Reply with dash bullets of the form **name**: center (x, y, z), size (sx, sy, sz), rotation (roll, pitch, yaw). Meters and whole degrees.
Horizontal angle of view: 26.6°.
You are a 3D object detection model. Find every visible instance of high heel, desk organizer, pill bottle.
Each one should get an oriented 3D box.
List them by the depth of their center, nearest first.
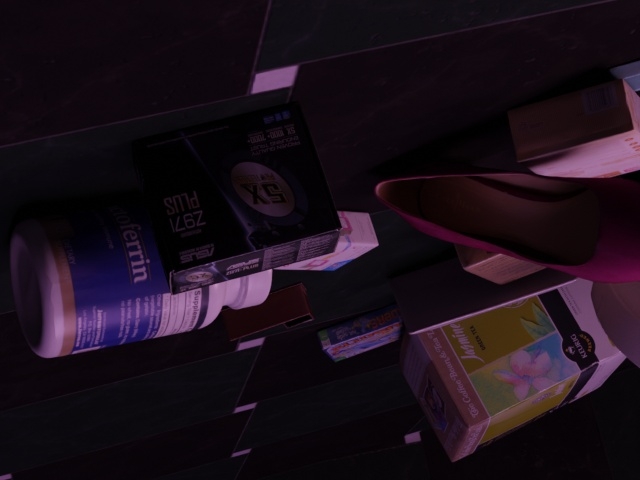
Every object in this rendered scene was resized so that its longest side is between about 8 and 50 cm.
- **pill bottle**: center (-0.196, 0.033, 1.495), size (0.265, 0.153, 0.153), rotation (-10, 161, -26)
- **high heel**: center (0.236, -0.021, 1.565), size (0.181, 0.127, 0.377), rotation (0, -174, -37)
- **desk organizer**: center (-0.079, 0.111, 2.023), size (0.130, 0.050, 0.047), rotation (-19, 163, 3)

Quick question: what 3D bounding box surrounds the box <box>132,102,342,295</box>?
- **box**: center (-0.087, -0.043, 1.382), size (0.180, 0.147, 0.077), rotation (-14, 163, -11)

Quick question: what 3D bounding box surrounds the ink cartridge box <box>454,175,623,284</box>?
- **ink cartridge box**: center (0.323, -0.026, 1.943), size (0.235, 0.088, 0.193), rotation (-25, 163, 18)

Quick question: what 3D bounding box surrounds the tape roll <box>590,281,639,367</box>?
- **tape roll**: center (0.588, 0.098, 1.935), size (0.392, 0.392, 0.072), rotation (-9, 128, -26)

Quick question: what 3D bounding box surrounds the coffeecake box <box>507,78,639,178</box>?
- **coffeecake box**: center (0.326, -0.125, 1.643), size (0.142, 0.068, 0.185), rotation (-15, 165, 23)

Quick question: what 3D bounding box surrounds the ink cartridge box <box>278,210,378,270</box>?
- **ink cartridge box**: center (0.000, 0.000, 1.760), size (0.088, 0.052, 0.122), rotation (-31, 157, 36)

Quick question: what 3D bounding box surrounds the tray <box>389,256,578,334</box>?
- **tray**: center (0.250, 0.069, 2.090), size (0.270, 0.145, 0.030), rotation (-18, 126, 1)

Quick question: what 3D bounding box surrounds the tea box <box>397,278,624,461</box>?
- **tea box**: center (0.326, 0.196, 2.335), size (0.324, 0.220, 0.329), rotation (-26, 163, -9)

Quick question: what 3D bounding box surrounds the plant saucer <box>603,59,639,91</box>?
- **plant saucer**: center (0.429, -0.209, 1.598), size (0.192, 0.018, 0.067), rotation (-17, 163, 0)

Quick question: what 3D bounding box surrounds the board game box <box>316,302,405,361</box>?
- **board game box**: center (0.103, 0.153, 2.358), size (0.201, 0.035, 0.136), rotation (-20, 163, 5)
